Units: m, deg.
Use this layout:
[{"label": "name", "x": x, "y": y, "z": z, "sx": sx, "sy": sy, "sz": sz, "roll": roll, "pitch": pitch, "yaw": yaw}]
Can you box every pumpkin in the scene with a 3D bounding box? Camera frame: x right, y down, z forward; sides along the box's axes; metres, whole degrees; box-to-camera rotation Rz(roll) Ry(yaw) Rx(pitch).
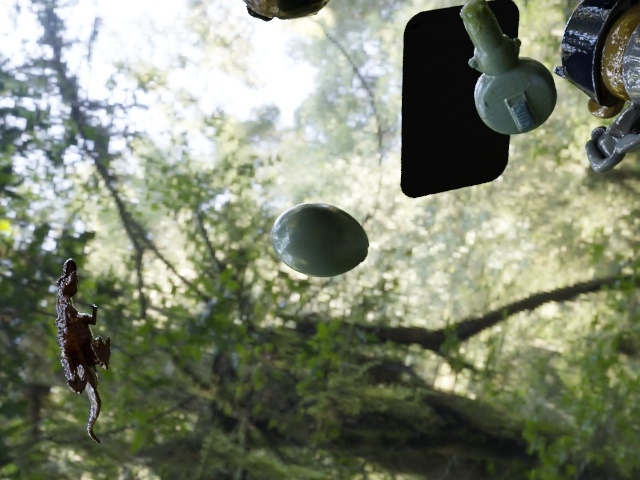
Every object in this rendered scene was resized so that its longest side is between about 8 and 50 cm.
[{"label": "pumpkin", "x": -0.117, "y": -0.477, "z": 2.212, "sx": 0.083, "sy": 0.028, "sz": 0.050, "roll": -1, "pitch": -83, "yaw": -43}]

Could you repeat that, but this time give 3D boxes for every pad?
[{"label": "pad", "x": 0.279, "y": -0.280, "z": 2.053, "sx": 0.315, "sy": 0.063, "sz": 0.375, "roll": -11, "pitch": -59, "yaw": -20}]

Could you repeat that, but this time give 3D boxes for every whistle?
[{"label": "whistle", "x": 0.229, "y": -0.214, "z": 1.348, "sx": 0.198, "sy": 0.104, "sz": 0.057, "roll": 56, "pitch": -161, "yaw": -36}]

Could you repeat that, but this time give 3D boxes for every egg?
[{"label": "egg", "x": 0.000, "y": 0.000, "z": 1.644, "sx": 0.114, "sy": 0.152, "sz": 0.114, "roll": -167, "pitch": 90, "yaw": -83}]

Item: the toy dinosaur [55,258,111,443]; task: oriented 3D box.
[{"label": "toy dinosaur", "x": -0.494, "y": 0.260, "z": 2.232, "sx": 0.097, "sy": 0.208, "sz": 0.432, "roll": -9, "pitch": -76, "yaw": -22}]

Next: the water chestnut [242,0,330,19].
[{"label": "water chestnut", "x": -0.079, "y": -0.493, "z": 1.725, "sx": 0.300, "sy": 0.300, "sz": 0.300, "roll": -37, "pitch": -48, "yaw": -55}]

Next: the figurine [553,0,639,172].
[{"label": "figurine", "x": 0.403, "y": -0.228, "z": 1.307, "sx": 0.143, "sy": 0.308, "sz": 0.308, "roll": 33, "pitch": -111, "yaw": -41}]
